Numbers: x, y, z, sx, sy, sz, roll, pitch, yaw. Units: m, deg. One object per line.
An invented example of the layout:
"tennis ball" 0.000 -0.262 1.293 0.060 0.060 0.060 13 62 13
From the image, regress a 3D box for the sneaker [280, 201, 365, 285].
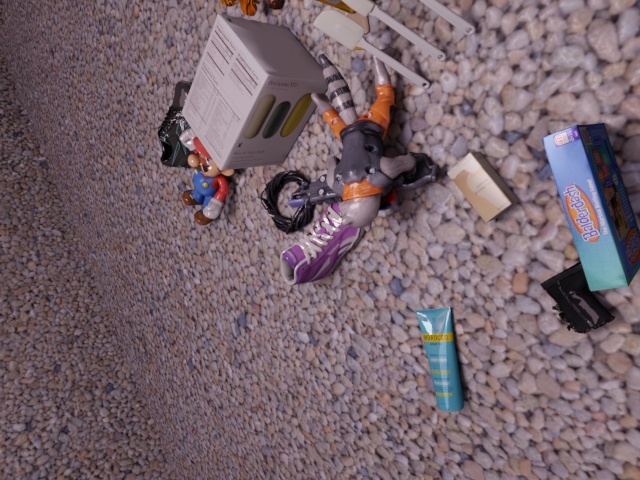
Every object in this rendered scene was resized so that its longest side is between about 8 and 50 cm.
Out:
"sneaker" 0.001 0.001 0.982 0.102 0.161 0.282 45 127 27

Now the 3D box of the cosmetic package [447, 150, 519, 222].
"cosmetic package" 0.285 -0.095 0.766 0.115 0.041 0.060 56 132 16

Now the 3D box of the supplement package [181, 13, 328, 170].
"supplement package" -0.154 -0.330 1.004 0.198 0.199 0.263 54 131 18

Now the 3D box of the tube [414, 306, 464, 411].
"tube" 0.251 0.242 0.897 0.080 0.052 0.207 -12 87 35

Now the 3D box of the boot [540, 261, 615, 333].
"boot" 0.422 0.086 0.687 0.099 0.045 0.121 59 140 17

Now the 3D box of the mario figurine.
"mario figurine" -0.342 -0.187 1.239 0.197 0.170 0.321 27 135 -4

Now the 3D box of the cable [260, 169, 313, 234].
"cable" -0.083 -0.097 1.111 0.184 0.047 0.151 -24 85 44

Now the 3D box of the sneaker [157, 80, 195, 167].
"sneaker" -0.436 -0.351 1.334 0.101 0.106 0.268 24 116 38

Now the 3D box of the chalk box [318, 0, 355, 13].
"chalk box" 0.042 -0.593 0.754 0.180 0.179 0.289 -9 95 41

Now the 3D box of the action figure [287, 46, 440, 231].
"action figure" 0.039 -0.173 0.861 0.340 0.178 0.331 -17 72 28

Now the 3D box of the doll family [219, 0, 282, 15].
"doll family" -0.188 -0.617 0.999 0.263 0.118 0.163 42 142 26

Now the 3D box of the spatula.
"spatula" 0.128 -0.366 0.733 0.241 0.019 0.168 26 139 -16

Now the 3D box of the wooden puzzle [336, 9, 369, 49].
"wooden puzzle" 0.066 -0.449 0.894 0.078 0.014 0.117 6 106 38

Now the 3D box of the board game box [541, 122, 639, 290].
"board game box" 0.384 -0.054 0.602 0.047 0.160 0.211 -19 88 45
